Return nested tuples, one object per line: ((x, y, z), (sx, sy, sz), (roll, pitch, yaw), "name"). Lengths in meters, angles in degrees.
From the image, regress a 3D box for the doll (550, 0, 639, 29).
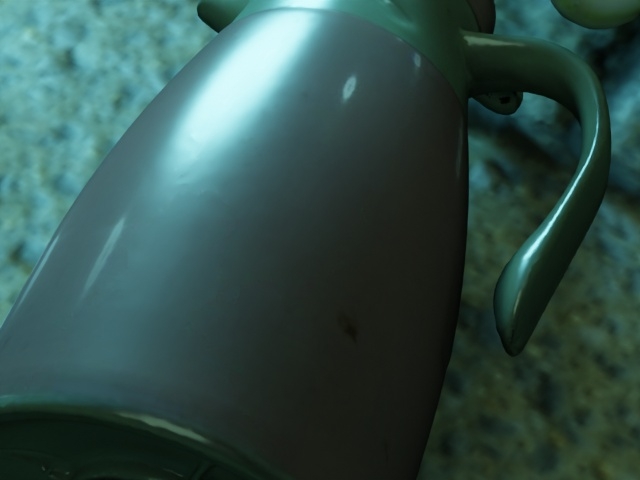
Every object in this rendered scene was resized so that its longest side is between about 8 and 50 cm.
((0.186, -0.168, 0.733), (0.348, 0.161, 0.423), (4, 54, -21), "doll")

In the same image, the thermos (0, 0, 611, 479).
((0.000, 0.000, 0.635), (0.176, 0.146, 0.265), (11, 52, 17), "thermos")
